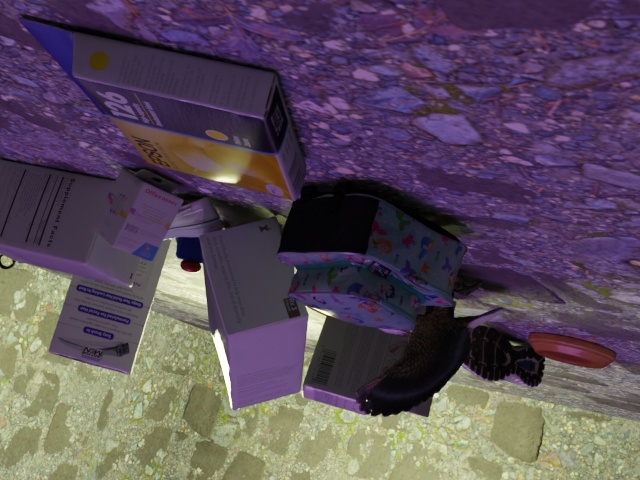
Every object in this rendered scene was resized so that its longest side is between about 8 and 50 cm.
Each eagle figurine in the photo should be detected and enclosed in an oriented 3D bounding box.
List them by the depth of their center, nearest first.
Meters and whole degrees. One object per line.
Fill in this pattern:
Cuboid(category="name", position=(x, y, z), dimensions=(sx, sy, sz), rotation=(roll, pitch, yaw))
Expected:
Cuboid(category="eagle figurine", position=(0.187, 0.201, 1.728), dimensions=(0.225, 0.298, 0.226), rotation=(4, 163, 43))

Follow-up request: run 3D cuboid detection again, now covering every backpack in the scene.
Cuboid(category="backpack", position=(0.086, 0.035, 1.400), dimensions=(0.253, 0.191, 0.225), rotation=(17, 169, -33))

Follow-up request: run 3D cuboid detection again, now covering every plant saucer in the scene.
Cuboid(category="plant saucer", position=(0.576, 0.257, 2.132), dimensions=(0.200, 0.037, 0.200), rotation=(15, 168, 3))

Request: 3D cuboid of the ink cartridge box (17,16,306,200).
Cuboid(category="ink cartridge box", position=(-0.184, -0.151, 1.145), dimensions=(0.307, 0.072, 0.303), rotation=(12, 168, 9))

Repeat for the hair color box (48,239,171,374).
Cuboid(category="hair color box", position=(-0.467, 0.113, 2.075), dimensions=(0.185, 0.338, 0.110), rotation=(18, 168, -12))

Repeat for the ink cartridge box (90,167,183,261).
Cuboid(category="ink cartridge box", position=(-0.318, -0.053, 1.629), dimensions=(0.092, 0.143, 0.090), rotation=(27, -179, -44))

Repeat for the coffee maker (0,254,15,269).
Cuboid(category="coffee maker", position=(-0.739, 0.002, 2.336), dimensions=(0.120, 0.171, 0.178), rotation=(34, 164, -7))

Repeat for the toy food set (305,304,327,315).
Cuboid(category="toy food set", position=(0.055, 0.150, 2.270), dimensions=(0.218, 0.071, 0.128), rotation=(21, -169, -17))

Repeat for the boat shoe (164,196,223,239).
Cuboid(category="boat shoe", position=(-0.267, -0.046, 1.741), dimensions=(0.226, 0.075, 0.083), rotation=(-5, -166, 41))

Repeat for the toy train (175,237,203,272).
Cuboid(category="toy train", position=(-0.177, 0.020, 1.904), dimensions=(0.248, 0.105, 0.143), rotation=(12, -174, -18))

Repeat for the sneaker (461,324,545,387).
Cuboid(category="sneaker", position=(0.407, 0.290, 2.284), dimensions=(0.330, 0.129, 0.147), rotation=(25, 163, -39))

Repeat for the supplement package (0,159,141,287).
Cuboid(category="supplement package", position=(-0.512, -0.034, 1.848), dimensions=(0.293, 0.175, 0.177), rotation=(11, 166, 21))

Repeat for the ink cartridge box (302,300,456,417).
Cuboid(category="ink cartridge box", position=(0.127, 0.227, 1.946), dimensions=(0.261, 0.296, 0.066), rotation=(14, 143, 9))

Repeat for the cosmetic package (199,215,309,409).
Cuboid(category="cosmetic package", position=(-0.128, 0.150, 1.769), dimensions=(0.156, 0.217, 0.385), rotation=(-14, 150, -10))
